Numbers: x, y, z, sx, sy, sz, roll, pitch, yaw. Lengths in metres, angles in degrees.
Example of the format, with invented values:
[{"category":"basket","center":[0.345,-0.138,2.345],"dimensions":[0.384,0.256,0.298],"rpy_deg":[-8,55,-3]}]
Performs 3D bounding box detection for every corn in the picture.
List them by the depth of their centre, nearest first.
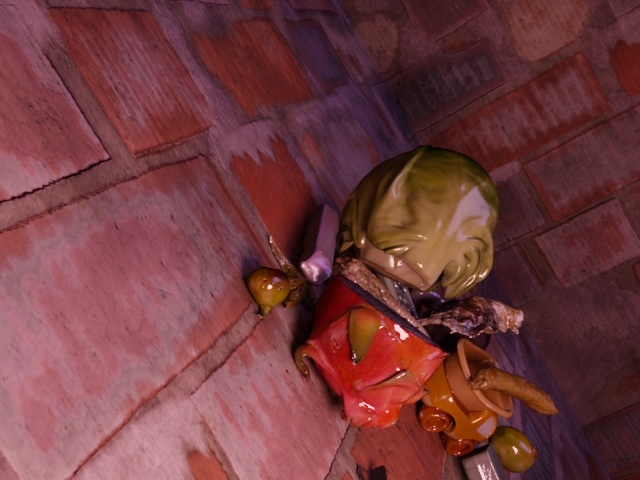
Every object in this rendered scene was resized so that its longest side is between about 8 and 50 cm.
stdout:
[{"category":"corn","center":[0.143,0.174,1.814],"dimensions":[0.335,0.126,0.127],"rpy_deg":[52,23,-16]}]

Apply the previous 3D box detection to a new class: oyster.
[{"category":"oyster","center":[0.395,0.205,1.962],"dimensions":[0.271,0.275,0.100],"rpy_deg":[-30,127,-68]}]

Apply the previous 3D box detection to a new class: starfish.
[{"category":"starfish","center":[-0.053,0.085,1.586],"dimensions":[0.217,0.050,0.223],"rpy_deg":[53,16,-1]}]

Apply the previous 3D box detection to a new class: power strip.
[{"category":"power strip","center":[0.474,0.661,1.899],"dimensions":[0.261,0.141,0.229],"rpy_deg":[69,11,15]}]

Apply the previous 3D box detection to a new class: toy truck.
[{"category":"toy truck","center":[0.360,0.400,1.901],"dimensions":[0.288,0.211,0.204],"rpy_deg":[43,28,-31]}]

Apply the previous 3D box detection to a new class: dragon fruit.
[{"category":"dragon fruit","center":[0.087,0.235,1.477],"dimensions":[0.305,0.226,0.305],"rpy_deg":[33,4,-3]}]

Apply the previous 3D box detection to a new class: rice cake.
[{"category":"rice cake","center":[0.000,0.000,1.711],"dimensions":[0.070,0.064,0.399],"rpy_deg":[48,16,-13]}]

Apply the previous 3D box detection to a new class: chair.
[{"category":"chair","center":[0.111,0.469,1.469],"dimensions":[0.086,0.042,0.037],"rpy_deg":[43,23,-40]}]

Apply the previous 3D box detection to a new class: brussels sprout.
[{"category":"brussels sprout","center":[0.254,-0.064,1.844],"dimensions":[0.342,0.361,0.425],"rpy_deg":[28,-6,-27]}]

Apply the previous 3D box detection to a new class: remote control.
[{"category":"remote control","center":[0.196,0.126,2.064],"dimensions":[0.128,0.065,0.335],"rpy_deg":[32,35,-56]}]

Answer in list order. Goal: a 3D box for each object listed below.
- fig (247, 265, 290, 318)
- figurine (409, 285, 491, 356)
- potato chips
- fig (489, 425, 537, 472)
[{"category":"fig","center":[-0.101,0.100,1.419],"dimensions":[0.084,0.082,0.098],"rpy_deg":[17,81,-85]},{"category":"figurine","center":[0.344,0.224,2.200],"dimensions":[0.365,0.206,0.218],"rpy_deg":[46,-14,36]},{"category":"potato chips","center":[0.482,0.371,1.838],"dimensions":[0.407,0.057,0.080],"rpy_deg":[27,44,-44]},{"category":"fig","center":[0.583,0.638,2.251],"dimensions":[0.153,0.121,0.136],"rpy_deg":[46,17,29]}]
